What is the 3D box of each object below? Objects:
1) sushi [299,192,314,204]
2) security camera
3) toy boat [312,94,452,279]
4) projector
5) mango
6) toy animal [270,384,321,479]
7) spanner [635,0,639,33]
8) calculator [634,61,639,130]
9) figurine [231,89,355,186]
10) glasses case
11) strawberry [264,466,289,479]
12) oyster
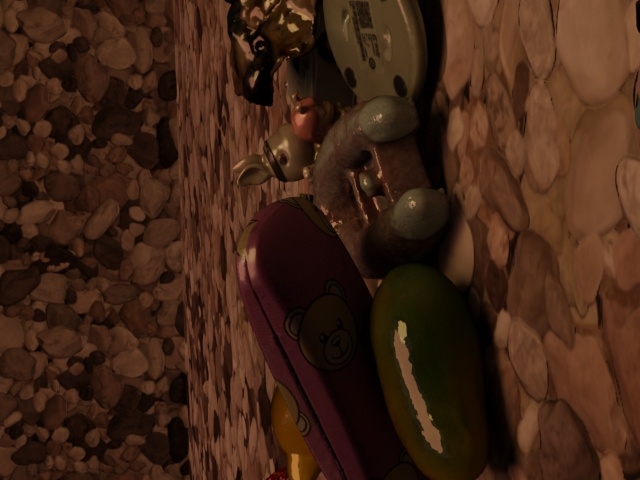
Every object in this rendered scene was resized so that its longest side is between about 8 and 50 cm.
[{"bbox_3d":[0.000,0.000,1.407,0.126,0.026,0.120,-166,70,-81],"label":"sushi"},{"bbox_3d":[0.052,-0.262,1.022,0.157,0.080,0.301,21,126,59],"label":"security camera"},{"bbox_3d":[0.037,-0.038,1.050,0.227,0.085,0.155,133,117,-71],"label":"toy boat"},{"bbox_3d":[0.000,-0.208,1.280,0.115,0.061,0.147,-116,25,-55],"label":"projector"},{"bbox_3d":[0.086,0.111,0.938,0.122,0.085,0.191,119,148,-64],"label":"mango"},{"bbox_3d":[0.008,0.139,1.164,0.156,0.156,0.230,-109,24,-48],"label":"toy animal"},{"bbox_3d":[0.198,-0.076,0.398,0.325,0.096,0.040,-143,51,-72],"label":"spanner"},{"bbox_3d":[0.188,-0.117,0.598,0.094,0.019,0.141,-120,29,-67],"label":"calculator"},{"bbox_3d":[-0.016,-0.107,1.185,0.081,0.146,0.098,-134,44,-72],"label":"figurine"},{"bbox_3d":[0.017,0.113,1.004,0.123,0.076,0.316,-49,-60,-52],"label":"glasses case"},{"bbox_3d":[-0.085,0.453,1.701,0.175,0.107,0.236,154,112,-75],"label":"strawberry"},{"bbox_3d":[-0.039,-0.321,1.199,0.221,0.096,0.361,45,121,57],"label":"oyster"}]
